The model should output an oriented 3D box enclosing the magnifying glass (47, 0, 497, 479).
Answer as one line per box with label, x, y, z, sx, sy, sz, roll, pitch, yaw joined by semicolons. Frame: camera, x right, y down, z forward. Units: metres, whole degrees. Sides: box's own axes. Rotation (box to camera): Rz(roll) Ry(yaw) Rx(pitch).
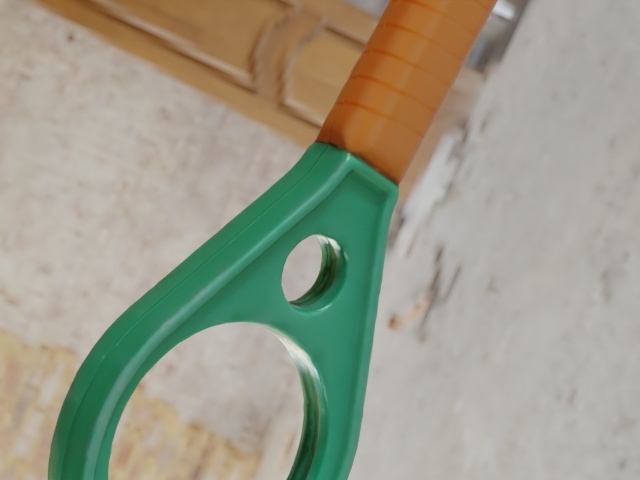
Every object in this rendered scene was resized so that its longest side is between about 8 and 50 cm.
magnifying glass;0.000;0.000;0.536;0.026;0.092;0.231;19;79;50
